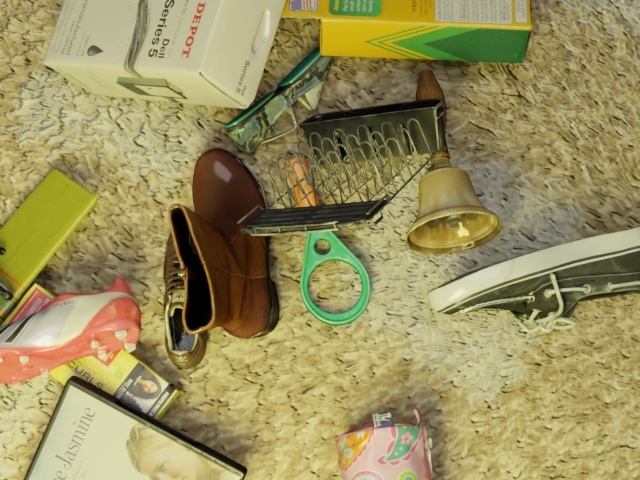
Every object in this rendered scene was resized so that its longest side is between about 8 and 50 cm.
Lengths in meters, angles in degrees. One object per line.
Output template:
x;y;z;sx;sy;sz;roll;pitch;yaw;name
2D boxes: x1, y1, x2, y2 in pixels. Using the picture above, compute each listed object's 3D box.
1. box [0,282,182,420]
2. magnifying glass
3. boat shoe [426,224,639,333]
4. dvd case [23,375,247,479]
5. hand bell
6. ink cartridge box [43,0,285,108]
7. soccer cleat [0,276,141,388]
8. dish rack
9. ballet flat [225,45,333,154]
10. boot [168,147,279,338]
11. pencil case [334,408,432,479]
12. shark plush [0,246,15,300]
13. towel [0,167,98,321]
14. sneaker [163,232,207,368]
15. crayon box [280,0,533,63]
-0.295;0.157;1.658;0.232;0.058;0.087;37;82;8;box
0.000;0.000;1.703;0.092;0.026;0.231;-17;78;-3;magnifying glass
0.289;0.065;1.645;0.306;0.113;0.105;-13;85;-18;boat shoe
-0.237;0.302;1.612;0.253;0.022;0.180;27;105;6;dvd case
0.155;-0.117;1.699;0.126;0.126;0.242;-8;67;-1;hand bell
-0.197;-0.287;1.658;0.272;0.114;0.198;9;76;34;ink cartridge box
-0.344;0.116;1.605;0.248;0.083;0.095;-14;55;1;soccer cleat
0.024;-0.086;1.591;0.208;0.271;0.074;-5;114;33;dish rack
-0.042;-0.185;1.729;0.188;0.070;0.070;-40;81;-7;ballet flat
-0.141;-0.008;1.573;0.096;0.280;0.264;-9;81;13;boot
0.099;0.355;1.582;0.124;0.124;0.284;-11;77;-1;pencil case
-0.440;0.015;1.666;0.067;0.073;0.161;-25;41;-28;shark plush
-0.391;0.018;1.687;0.102;0.021;0.237;32;79;34;towel
-0.171;0.070;1.667;0.066;0.071;0.189;-4;79;0;sneaker
0.113;-0.344;1.715;0.322;0.083;0.203;3;61;1;crayon box
